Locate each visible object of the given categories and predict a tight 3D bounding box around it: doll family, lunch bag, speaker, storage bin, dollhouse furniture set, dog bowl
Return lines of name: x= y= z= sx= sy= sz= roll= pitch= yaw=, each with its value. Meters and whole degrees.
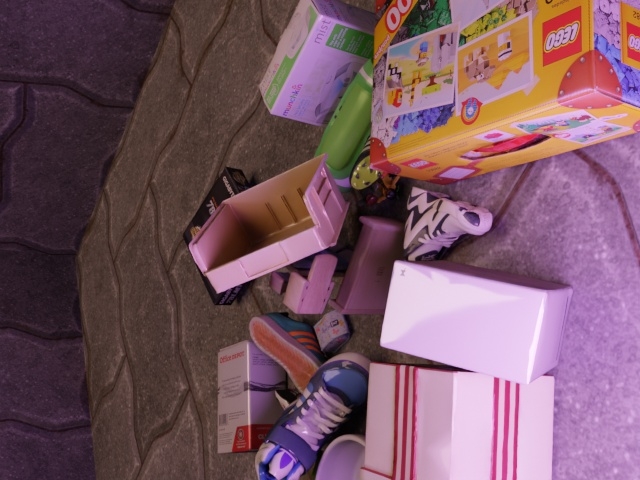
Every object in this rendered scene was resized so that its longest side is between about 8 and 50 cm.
doll family: x=0.151 y=-0.144 z=1.561 sx=0.193 sy=0.076 sz=0.111 roll=-58 pitch=33 yaw=28
lunch bag: x=0.029 y=0.205 z=1.694 sx=0.083 sy=0.053 sz=0.071 roll=-45 pitch=47 yaw=32
speaker: x=0.089 y=-0.252 z=1.637 sx=0.297 sy=0.131 sz=0.131 roll=-60 pitch=37 yaw=31
storage bin: x=-0.096 y=-0.033 z=1.478 sx=0.262 sy=0.123 sz=0.260 roll=-23 pitch=18 yaw=19
dollhouse furniture set: x=0.000 y=0.000 z=1.567 sx=0.303 sy=0.286 sz=0.198 roll=34 pitch=111 yaw=45
dog bowl: x=0.097 y=0.518 z=1.455 sx=0.265 sy=0.104 sz=0.265 roll=-19 pitch=67 yaw=55

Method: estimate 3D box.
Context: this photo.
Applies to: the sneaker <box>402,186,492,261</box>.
sneaker: x=0.226 y=-0.005 z=1.384 sx=0.235 sy=0.094 sz=0.153 roll=30 pitch=110 yaw=57

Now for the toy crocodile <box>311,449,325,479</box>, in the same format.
toy crocodile: x=-0.012 y=0.632 z=1.599 sx=0.105 sy=0.115 sz=0.341 roll=-5 pitch=77 yaw=65

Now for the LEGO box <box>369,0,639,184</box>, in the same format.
LEGO box: x=0.307 y=-0.330 z=1.234 sx=0.500 sy=0.193 sz=0.373 roll=-13 pitch=71 yaw=57

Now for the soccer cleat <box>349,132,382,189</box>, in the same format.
soccer cleat: x=0.112 y=-0.183 z=1.528 sx=0.179 sy=0.060 sz=0.072 roll=-57 pitch=26 yaw=-5

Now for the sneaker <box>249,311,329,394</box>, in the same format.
sneaker: x=-0.032 y=0.263 z=1.737 sx=0.302 sy=0.121 sz=0.108 roll=41 pitch=129 yaw=31

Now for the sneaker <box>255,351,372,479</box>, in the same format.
sneaker: x=-0.018 y=0.395 z=1.531 sx=0.323 sy=0.130 sz=0.236 roll=-47 pitch=5 yaw=35

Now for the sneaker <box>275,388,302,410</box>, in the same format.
sneaker: x=-0.062 y=0.420 z=1.774 sx=0.178 sy=0.071 sz=0.077 roll=34 pitch=115 yaw=58

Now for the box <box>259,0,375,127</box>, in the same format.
box: x=0.021 y=-0.402 z=1.684 sx=0.262 sy=0.231 sz=0.127 roll=-57 pitch=39 yaw=33

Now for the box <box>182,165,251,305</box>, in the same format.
box: x=-0.273 y=-0.012 z=2.167 sx=0.293 sy=0.073 sz=0.296 roll=-54 pitch=50 yaw=31

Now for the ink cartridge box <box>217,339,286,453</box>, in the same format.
ink cartridge box: x=-0.182 y=0.411 z=1.926 sx=0.197 sy=0.114 sz=0.273 roll=-27 pitch=61 yaw=54

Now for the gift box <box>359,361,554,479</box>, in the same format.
gift box: x=0.197 y=0.333 z=1.187 sx=0.255 sy=0.276 sz=0.258 roll=-11 pitch=75 yaw=63

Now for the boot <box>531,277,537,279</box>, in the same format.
boot: x=0.288 y=0.111 z=1.260 sx=0.190 sy=0.086 sz=0.069 roll=-37 pitch=52 yaw=49

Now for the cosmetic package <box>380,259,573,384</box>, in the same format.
cosmetic package: x=0.243 y=0.115 z=1.124 sx=0.224 sy=0.224 sz=0.138 roll=12 pitch=92 yaw=28
